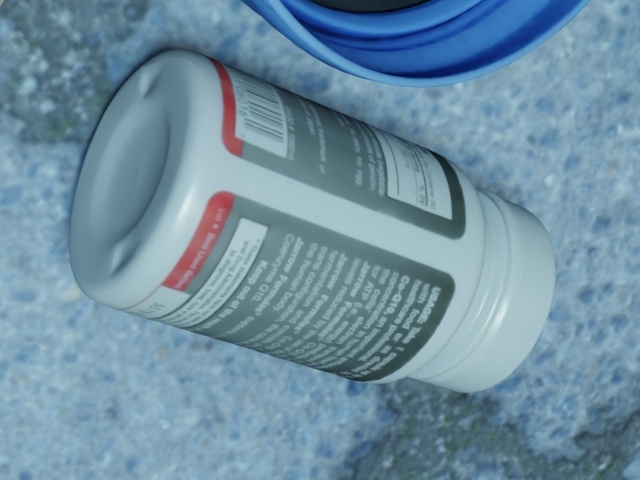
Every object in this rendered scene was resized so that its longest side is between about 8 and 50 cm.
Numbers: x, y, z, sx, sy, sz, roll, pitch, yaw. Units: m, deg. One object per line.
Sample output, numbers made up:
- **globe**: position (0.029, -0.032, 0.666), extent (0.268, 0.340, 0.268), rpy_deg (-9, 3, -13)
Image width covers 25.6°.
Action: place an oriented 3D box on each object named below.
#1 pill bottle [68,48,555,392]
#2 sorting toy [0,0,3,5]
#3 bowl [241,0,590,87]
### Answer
- **pill bottle**: position (0.000, 0.000, 0.897), extent (0.283, 0.161, 0.161), rpy_deg (20, 104, -31)
- **sorting toy**: position (-0.198, -0.250, 0.672), extent (0.255, 0.089, 0.257), rpy_deg (38, 77, -39)
- **bowl**: position (0.066, -0.284, 0.782), extent (0.391, 0.077, 0.391), rpy_deg (-19, 120, -36)
